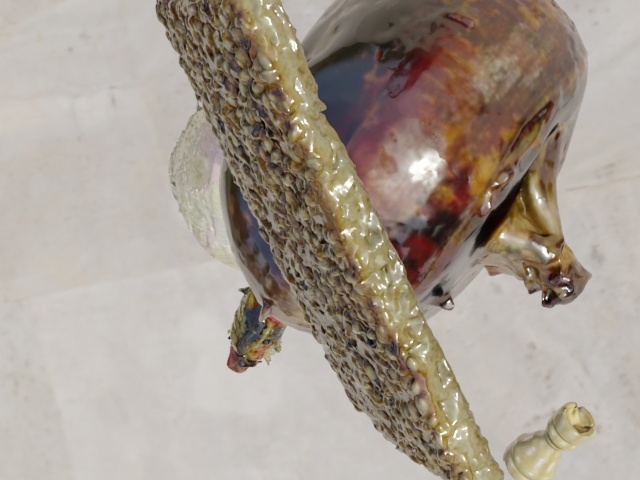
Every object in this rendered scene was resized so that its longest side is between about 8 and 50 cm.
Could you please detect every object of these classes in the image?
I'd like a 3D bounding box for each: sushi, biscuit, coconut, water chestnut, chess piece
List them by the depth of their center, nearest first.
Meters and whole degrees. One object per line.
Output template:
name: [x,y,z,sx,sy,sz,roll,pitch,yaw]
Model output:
biscuit: [0.000,0.000,0.542,0.231,0.025,0.131,64,166,-18]
water chestnut: [0.089,-0.048,1.061,0.302,0.350,0.350,35,124,9]
chess piece: [0.283,0.248,1.599,0.066,0.066,0.122,51,134,17]
coconut: [-0.047,-0.085,1.779,0.254,0.297,0.297,-116,39,-52]
sushi: [-0.090,0.122,2.057,0.226,0.103,0.097,-58,47,33]
